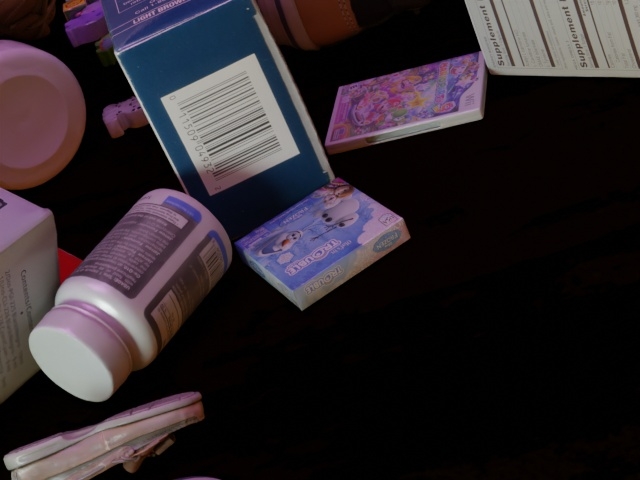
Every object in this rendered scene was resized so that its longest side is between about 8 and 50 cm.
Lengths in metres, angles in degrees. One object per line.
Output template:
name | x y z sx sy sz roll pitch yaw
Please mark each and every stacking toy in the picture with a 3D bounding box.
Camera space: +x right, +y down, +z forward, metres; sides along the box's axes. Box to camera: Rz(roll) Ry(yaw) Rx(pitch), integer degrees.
stacking toy | -0.201 -0.208 1.266 0.052 0.167 0.221 -22 31 1

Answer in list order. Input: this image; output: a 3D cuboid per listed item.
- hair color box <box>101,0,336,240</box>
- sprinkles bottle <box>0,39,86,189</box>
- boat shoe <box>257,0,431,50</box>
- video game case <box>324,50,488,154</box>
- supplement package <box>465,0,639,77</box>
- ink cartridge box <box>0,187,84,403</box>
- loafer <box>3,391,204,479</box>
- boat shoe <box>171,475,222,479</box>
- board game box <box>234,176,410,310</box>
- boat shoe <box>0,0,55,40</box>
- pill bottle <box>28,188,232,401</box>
hair color box | -0.098 -0.161 1.122 0.105 0.174 0.347 -25 32 -1
sprinkles bottle | -0.345 -0.144 1.308 0.121 0.121 0.355 -38 34 -21
boat shoe | 0.060 -0.353 1.304 0.155 0.187 0.500 -6 41 18
video game case | 0.066 -0.105 1.085 0.122 0.011 0.087 -12 34 18
supplement package | 0.231 -0.204 1.005 0.244 0.134 0.139 6 43 39
ink cartridge box | -0.334 0.004 0.969 0.309 0.130 0.272 25 46 24
loafer | -0.125 0.126 0.856 0.125 0.039 0.045 -18 -1 4
boat shoe | -0.158 0.190 0.730 0.267 0.096 0.088 -34 37 -1
board game box | 0.000 0.000 0.965 0.090 0.020 0.090 -33 34 -15
boat shoe | -0.299 -0.246 1.391 0.109 0.098 0.302 -69 21 -4
pill bottle | -0.125 0.036 0.940 0.078 0.078 0.137 4 41 37
